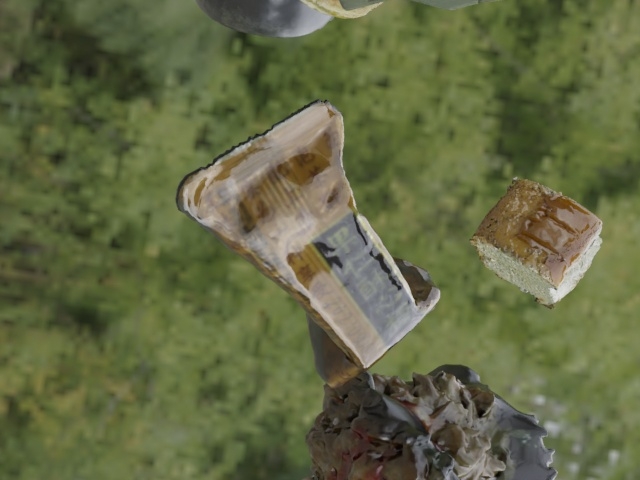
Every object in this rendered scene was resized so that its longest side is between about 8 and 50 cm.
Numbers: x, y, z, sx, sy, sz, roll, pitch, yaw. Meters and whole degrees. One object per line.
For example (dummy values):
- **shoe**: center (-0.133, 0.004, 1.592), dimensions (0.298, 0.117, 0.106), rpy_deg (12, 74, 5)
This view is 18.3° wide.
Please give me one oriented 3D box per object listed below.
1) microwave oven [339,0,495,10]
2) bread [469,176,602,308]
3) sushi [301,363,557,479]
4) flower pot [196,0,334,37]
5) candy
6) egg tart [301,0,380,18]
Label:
- **microwave oven**: center (0.007, -0.283, 1.015), dimensions (0.218, 0.355, 0.286), rpy_deg (-9, -102, 47)
- **bread**: center (0.165, -0.001, 1.500), dimensions (0.070, 0.083, 0.077), rpy_deg (-56, 162, -14)
- **sushi**: center (0.088, 0.234, 1.912), dimensions (0.218, 0.238, 0.225), rpy_deg (1, 94, -54)
- **flower pot**: center (-0.044, -0.287, 1.880), dimensions (0.235, 0.235, 0.148), rpy_deg (-83, -178, -54)
- **candy**: center (0.000, 0.000, 1.579), dimensions (0.101, 0.143, 0.271), rpy_deg (48, -3, 47)
- **egg tart**: center (0.015, -0.211, 1.433), dimensions (0.039, 0.105, 0.105), rpy_deg (-122, -142, -61)
